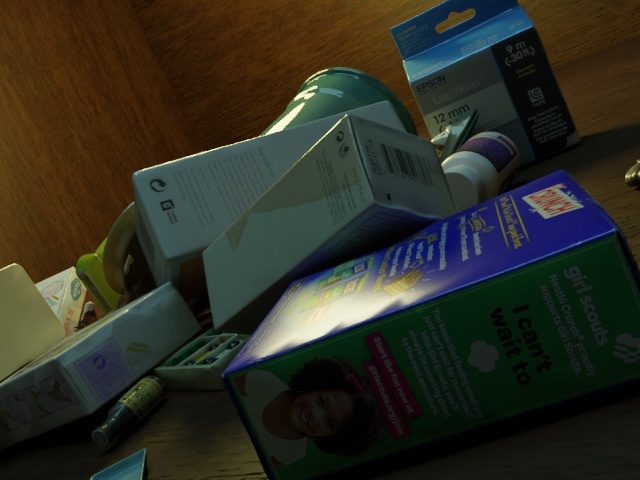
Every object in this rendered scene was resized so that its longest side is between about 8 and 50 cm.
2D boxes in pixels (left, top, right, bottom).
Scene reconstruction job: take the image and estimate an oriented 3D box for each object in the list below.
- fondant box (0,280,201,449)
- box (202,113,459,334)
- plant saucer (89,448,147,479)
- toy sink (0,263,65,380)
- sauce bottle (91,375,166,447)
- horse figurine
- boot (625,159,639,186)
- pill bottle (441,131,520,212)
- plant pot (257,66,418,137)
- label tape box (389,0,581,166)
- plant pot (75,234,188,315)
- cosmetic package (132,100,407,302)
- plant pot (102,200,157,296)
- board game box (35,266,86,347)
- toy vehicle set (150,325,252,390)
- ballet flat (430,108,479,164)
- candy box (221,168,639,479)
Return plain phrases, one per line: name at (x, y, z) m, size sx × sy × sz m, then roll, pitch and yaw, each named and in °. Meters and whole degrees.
fondant box at (-0.376, 0.200, 1.116) m, size 0.330 × 0.096 × 0.238 m, roll -28°, pitch 6°, yaw 38°
box at (0.000, 0.000, 0.874) m, size 0.148 × 0.121 × 0.311 m, roll 11°, pitch -37°, yaw -40°
plant saucer at (-0.201, 0.259, 0.703) m, size 0.067 × 0.018 × 0.192 m, roll -26°, pitch 11°, yaw -7°
toy sink at (-0.546, 0.156, 1.131) m, size 0.131 × 0.152 × 0.234 m, roll -30°, pitch 7°, yaw 20°
sauce bottle at (-0.248, 0.223, 0.941) m, size 0.042 × 0.042 × 0.128 m, roll -21°, pitch 13°, yaw 24°
horse figurine at (-0.301, 0.110, 1.341) m, size 0.263 × 0.174 × 0.066 m, roll 10°, pitch 18°, yaw -44°
boot at (0.426, -0.087, 0.914) m, size 0.118 × 0.042 × 0.087 m, roll -31°, pitch 5°, yaw -36°
pill bottle at (0.258, -0.107, 1.213) m, size 0.108 × 0.108 × 0.193 m, roll -18°, pitch 12°, yaw 36°
plant pot at (-0.008, -0.159, 1.590) m, size 0.341 × 0.341 × 0.334 m, roll -16°, pitch 21°, yaw 44°
label tape box at (0.308, -0.298, 1.385) m, size 0.249 × 0.347 × 0.115 m, roll -23°, pitch 10°, yaw 16°
plant pot at (-0.385, 0.073, 1.554) m, size 0.207 × 0.228 × 0.227 m, roll -38°, pitch 14°, yaw -23°
cosmetic package at (-0.073, -0.060, 1.231) m, size 0.454 × 0.161 × 0.230 m, roll -20°, pitch -18°, yaw -19°
plant pot at (-0.300, 0.009, 1.362) m, size 0.032 × 0.236 × 0.236 m, roll 30°, pitch 45°, yaw 30°
board game box at (-0.681, 0.229, 1.577) m, size 0.319 × 0.065 × 0.318 m, roll -23°, pitch 33°, yaw 8°
toy vehicle set at (-0.100, 0.132, 1.061) m, size 0.166 × 0.035 × 0.267 m, roll -14°, pitch 15°, yaw 48°
ballet flat at (0.221, -0.152, 1.329) m, size 0.072 × 0.068 × 0.213 m, roll 14°, pitch -81°, yaw -78°
candy box at (0.107, 0.066, 0.651) m, size 0.317 × 0.122 × 0.268 m, roll -24°, pitch 8°, yaw 16°
